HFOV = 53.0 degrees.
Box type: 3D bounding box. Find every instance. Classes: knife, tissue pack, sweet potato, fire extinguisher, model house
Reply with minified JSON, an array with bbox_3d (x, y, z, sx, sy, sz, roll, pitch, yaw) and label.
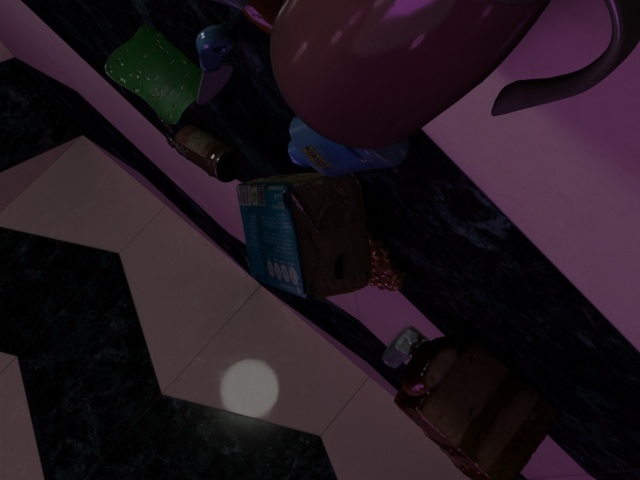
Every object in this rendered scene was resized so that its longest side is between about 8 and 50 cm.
[{"bbox_3d":[-0.156,-0.252,0.954,0.032,0.058,0.244,66,167,4],"label":"knife"},{"bbox_3d":[-0.033,-0.017,1.076,0.271,0.134,0.192,-167,65,-66],"label":"tissue pack"},{"bbox_3d":[-0.046,-0.240,0.697,0.179,0.044,0.044,42,168,4],"label":"sweet potato"},{"bbox_3d":[-0.270,-0.221,1.397,0.252,0.075,0.106,34,138,37],"label":"fire extinguisher"},{"bbox_3d":[-0.271,-0.271,1.109,0.167,0.117,0.088,37,171,7],"label":"model house"}]

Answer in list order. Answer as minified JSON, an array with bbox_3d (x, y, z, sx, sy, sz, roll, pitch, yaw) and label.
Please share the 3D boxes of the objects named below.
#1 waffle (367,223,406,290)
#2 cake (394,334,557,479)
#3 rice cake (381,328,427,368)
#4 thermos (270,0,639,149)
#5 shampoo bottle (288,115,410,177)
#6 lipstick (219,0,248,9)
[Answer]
[{"bbox_3d":[0.085,0.024,1.174,0.192,0.046,0.160,47,166,-17],"label":"waffle"},{"bbox_3d":[0.262,0.303,1.222,0.293,0.196,0.199,41,169,-2],"label":"cake"},{"bbox_3d":[0.204,0.277,1.622,0.063,0.066,0.336,40,168,8],"label":"rice cake"},{"bbox_3d":[0.080,-0.149,0.387,0.176,0.146,0.265,50,161,-7],"label":"thermos"},{"bbox_3d":[0.018,-0.128,0.821,0.104,0.061,0.258,46,167,-15],"label":"shampoo bottle"},{"bbox_3d":[-0.187,-0.328,0.714,0.317,0.068,0.066,32,-167,39],"label":"lipstick"}]
